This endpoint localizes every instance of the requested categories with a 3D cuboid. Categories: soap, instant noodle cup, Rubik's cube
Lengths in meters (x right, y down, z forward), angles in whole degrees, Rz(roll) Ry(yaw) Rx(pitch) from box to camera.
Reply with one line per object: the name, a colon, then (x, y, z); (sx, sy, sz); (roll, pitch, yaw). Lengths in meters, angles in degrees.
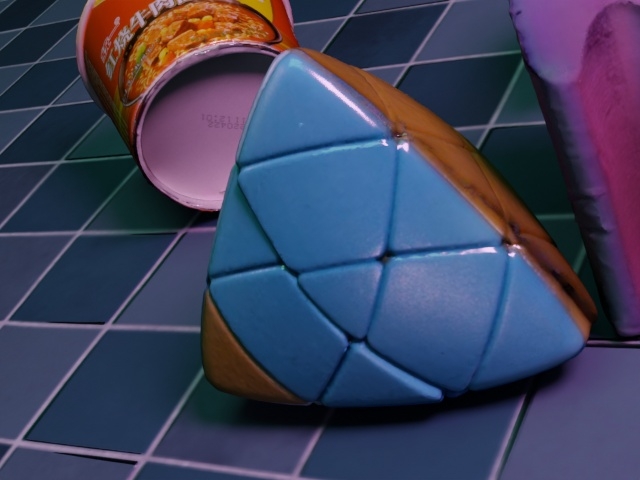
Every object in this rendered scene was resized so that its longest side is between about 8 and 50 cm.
soap: (0.174, -0.127, 0.632); (0.109, 0.324, 0.193); (-16, 32, 18)
instant noodle cup: (-0.100, -0.137, 0.963); (0.213, 0.213, 0.174); (-26, 41, -1)
Rubik's cube: (0.000, 0.000, 0.669); (0.254, 0.254, 0.254); (-17, 33, 12)
